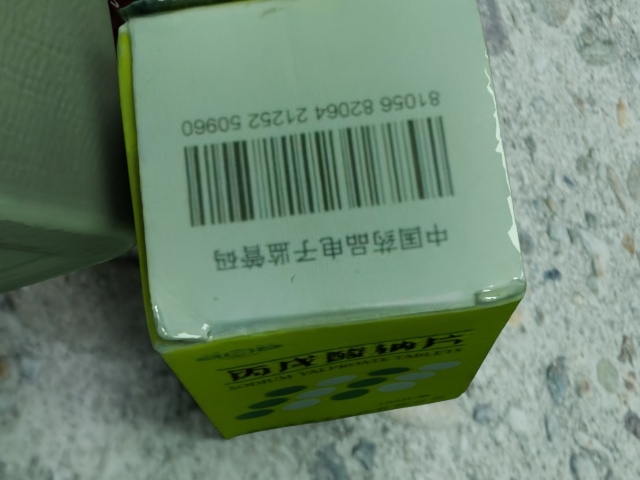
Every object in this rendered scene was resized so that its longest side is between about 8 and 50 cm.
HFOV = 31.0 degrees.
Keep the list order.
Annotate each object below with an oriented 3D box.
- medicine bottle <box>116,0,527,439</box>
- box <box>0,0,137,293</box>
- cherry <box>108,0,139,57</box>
[{"bbox_3d":[0.000,0.000,0.518,0.137,0.250,0.141,-6,74,-1],"label":"medicine bottle"},{"bbox_3d":[-0.228,-0.158,0.378,0.352,0.177,0.344,13,62,-64],"label":"box"},{"bbox_3d":[-0.032,-0.138,0.612,0.175,0.192,0.250,-45,117,-5],"label":"cherry"}]
